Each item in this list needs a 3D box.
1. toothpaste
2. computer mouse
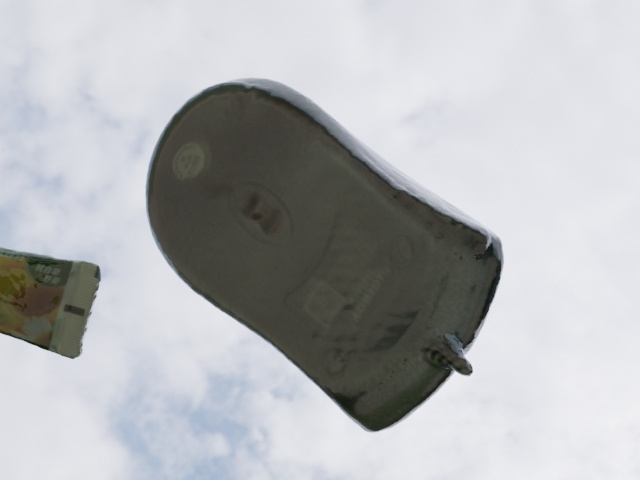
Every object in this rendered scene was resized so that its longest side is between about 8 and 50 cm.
[{"bbox_3d":[-0.210,0.009,0.409,0.204,0.031,0.049,15,-88,-2],"label":"toothpaste"},{"bbox_3d":[0.000,0.000,0.696,0.371,0.122,0.188,39,-77,35],"label":"computer mouse"}]
